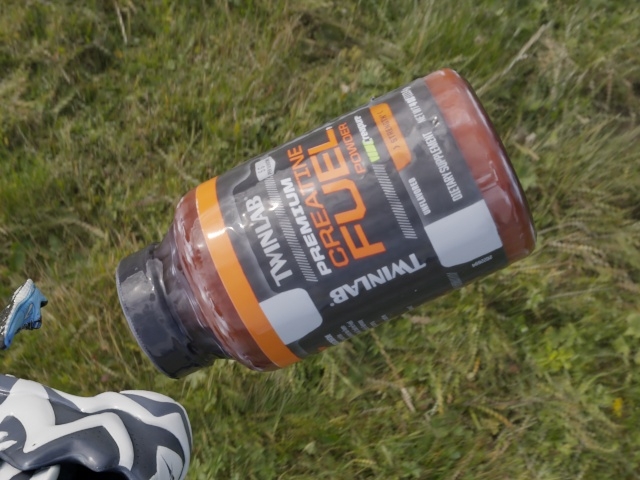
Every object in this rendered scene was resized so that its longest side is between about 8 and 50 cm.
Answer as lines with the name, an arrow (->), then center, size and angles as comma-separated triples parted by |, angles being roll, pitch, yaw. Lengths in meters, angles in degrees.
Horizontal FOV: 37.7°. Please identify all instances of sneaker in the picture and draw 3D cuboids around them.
sneaker -> -0.535, 0.140, 1.694 | 0.073, 0.063, 0.162 | 42, 34, -20
sneaker -> -0.209, 0.156, 0.614 | 0.235, 0.153, 0.094 | 6, 99, -2

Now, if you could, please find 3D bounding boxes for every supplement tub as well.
supplement tub -> 0.000, 0.000, 0.474 | 0.198, 0.106, 0.106 | -26, 76, 6
